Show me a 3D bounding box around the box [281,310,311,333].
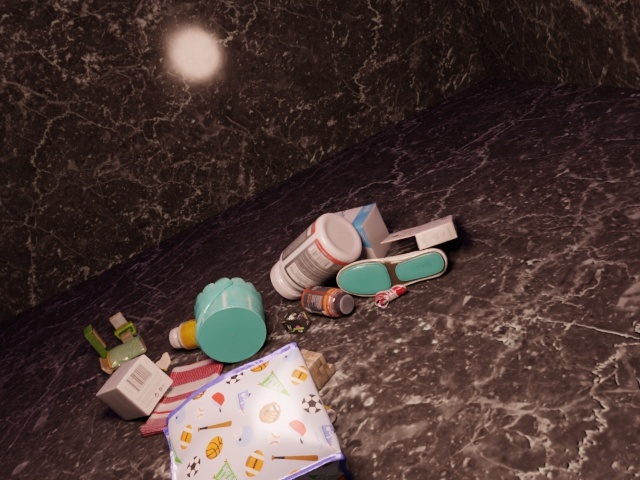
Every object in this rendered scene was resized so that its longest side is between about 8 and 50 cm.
[{"bbox_3d":[-0.088,0.300,1.870,0.083,0.062,0.052,-12,25,32],"label":"box"}]

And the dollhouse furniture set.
[{"bbox_3d":[-0.939,0.451,2.340,0.198,0.151,0.302,-34,24,-18],"label":"dollhouse furniture set"}]

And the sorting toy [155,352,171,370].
[{"bbox_3d":[-0.649,0.503,2.064,0.075,0.044,0.083,-25,22,22],"label":"sorting toy"}]

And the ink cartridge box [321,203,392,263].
[{"bbox_3d":[0.118,-0.001,2.125,0.270,0.198,0.197,-11,27,31],"label":"ink cartridge box"}]

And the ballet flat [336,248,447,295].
[{"bbox_3d":[0.262,0.111,1.854,0.401,0.139,0.139,-14,25,17],"label":"ballet flat"}]

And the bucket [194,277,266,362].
[{"bbox_3d":[-0.330,0.297,1.883,0.281,0.281,0.183,-27,27,-1],"label":"bucket"}]

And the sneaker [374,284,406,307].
[{"bbox_3d":[0.240,0.194,1.771,0.119,0.042,0.067,-24,17,26],"label":"sneaker"}]

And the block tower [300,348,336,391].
[{"bbox_3d":[-0.099,0.459,1.496,0.091,0.097,0.335,0,33,45],"label":"block tower"}]

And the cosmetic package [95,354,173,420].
[{"bbox_3d":[-0.660,0.524,1.820,0.184,0.151,0.151,-26,22,41],"label":"cosmetic package"}]

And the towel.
[{"bbox_3d":[-0.472,0.534,1.810,0.237,0.037,0.329,-19,23,15],"label":"towel"}]

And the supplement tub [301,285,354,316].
[{"bbox_3d":[0.028,0.222,1.859,0.198,0.106,0.106,1,35,49],"label":"supplement tub"}]

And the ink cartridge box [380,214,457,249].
[{"bbox_3d":[0.377,-0.017,1.926,0.261,0.066,0.296,-18,2,16],"label":"ink cartridge box"}]

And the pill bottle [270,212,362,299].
[{"bbox_3d":[-0.027,0.072,1.979,0.363,0.210,0.210,-41,10,39],"label":"pill bottle"}]

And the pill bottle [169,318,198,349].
[{"bbox_3d":[-0.502,0.376,2.078,0.209,0.117,0.117,-17,24,22],"label":"pill bottle"}]

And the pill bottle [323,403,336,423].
[{"bbox_3d":[0.003,0.474,1.416,0.043,0.043,0.083,-38,25,-26],"label":"pill bottle"}]

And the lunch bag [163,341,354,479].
[{"bbox_3d":[-0.160,0.486,1.210,0.386,0.238,0.327,-23,45,-8],"label":"lunch bag"}]
